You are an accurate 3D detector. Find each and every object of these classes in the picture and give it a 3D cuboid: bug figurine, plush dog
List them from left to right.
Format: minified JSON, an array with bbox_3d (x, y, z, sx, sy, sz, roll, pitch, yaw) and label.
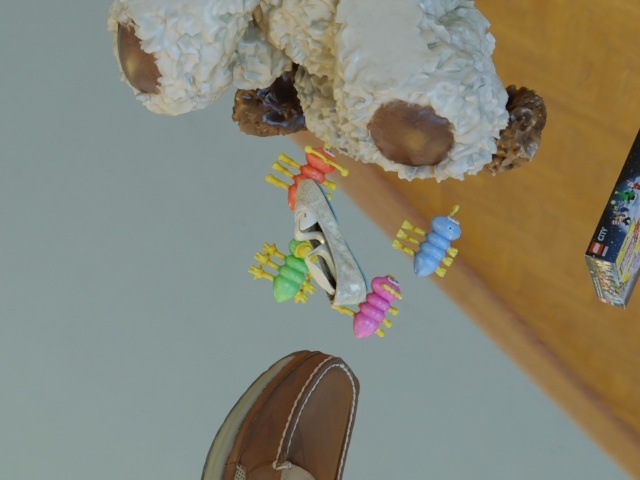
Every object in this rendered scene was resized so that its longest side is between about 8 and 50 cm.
[{"bbox_3d":[0.046,0.007,1.549,0.279,0.216,0.072,27,179,-15],"label":"bug figurine"},{"bbox_3d":[0.031,-0.127,0.781,0.262,0.210,0.225,16,162,25],"label":"plush dog"}]

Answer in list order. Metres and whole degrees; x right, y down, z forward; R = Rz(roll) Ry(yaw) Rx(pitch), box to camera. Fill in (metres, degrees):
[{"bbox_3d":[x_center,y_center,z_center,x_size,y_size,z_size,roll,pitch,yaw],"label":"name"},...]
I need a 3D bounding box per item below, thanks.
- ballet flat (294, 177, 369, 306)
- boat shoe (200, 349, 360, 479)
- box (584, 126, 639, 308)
[{"bbox_3d":[0.000,0.000,1.371,0.168,0.052,0.057,62,152,22],"label":"ballet flat"},{"bbox_3d":[-0.030,0.235,0.887,0.120,0.324,0.122,0,145,37],"label":"boat shoe"},{"bbox_3d":[0.434,-0.041,1.661,0.044,0.233,0.159,19,162,26],"label":"box"}]
